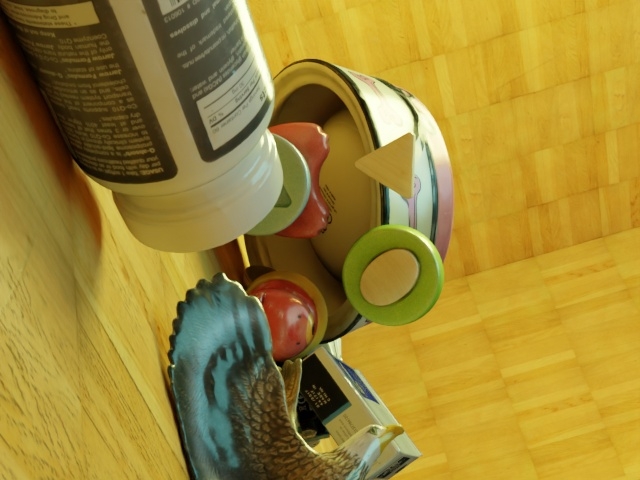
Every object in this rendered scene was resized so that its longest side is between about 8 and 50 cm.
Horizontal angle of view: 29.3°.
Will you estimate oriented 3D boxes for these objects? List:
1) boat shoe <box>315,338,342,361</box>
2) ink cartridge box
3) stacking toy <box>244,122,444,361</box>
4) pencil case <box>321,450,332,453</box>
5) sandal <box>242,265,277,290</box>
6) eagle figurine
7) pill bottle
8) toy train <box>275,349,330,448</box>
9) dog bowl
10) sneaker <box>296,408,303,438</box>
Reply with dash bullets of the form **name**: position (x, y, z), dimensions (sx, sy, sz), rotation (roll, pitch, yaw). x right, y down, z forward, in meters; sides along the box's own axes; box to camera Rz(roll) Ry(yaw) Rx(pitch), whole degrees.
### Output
- **boat shoe**: position (-0.019, 0.135, 2.016), dimensions (0.156, 0.136, 0.367), rotation (70, 7, -59)
- **ink cartridge box**: position (0.053, 0.237, 1.627), dimensions (0.165, 0.065, 0.332), rotation (52, 2, 15)
- **stacking toy**: position (0.000, 0.000, 1.532), dimensions (0.130, 0.279, 0.309), rotation (-19, 101, -77)
- **pencil case**: position (0.020, 0.364, 1.540), dimensions (0.273, 0.113, 0.124), rotation (-93, 170, -80)
- **sandal**: position (-0.061, 0.124, 1.740), dimensions (0.240, 0.088, 0.079), rotation (-124, -137, -58)
- **eagle figurine**: position (-0.030, 0.203, 1.082), dimensions (0.298, 0.225, 0.226), rotation (41, -62, 32)
- **pill bottle**: position (-0.123, -0.133, 0.872), dimensions (0.162, 0.162, 0.278), rotation (-104, 178, -47)
- **toy train**: position (-0.031, 0.223, 1.805), dimensions (0.105, 0.080, 0.184), rotation (81, -4, -51)
- **dog bowl**: position (0.039, -0.059, 1.789), dimensions (0.408, 0.150, 0.408), rotation (10, -79, 58)
- **sneaker**: position (-0.049, 0.229, 1.500), dimensions (0.075, 0.057, 0.161), rotation (-114, -172, -59)
